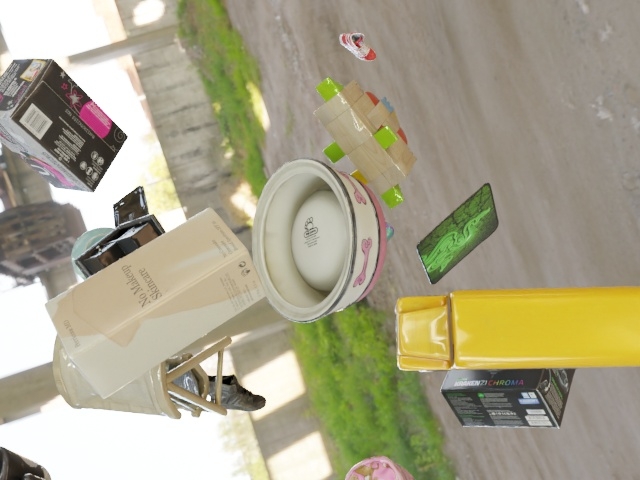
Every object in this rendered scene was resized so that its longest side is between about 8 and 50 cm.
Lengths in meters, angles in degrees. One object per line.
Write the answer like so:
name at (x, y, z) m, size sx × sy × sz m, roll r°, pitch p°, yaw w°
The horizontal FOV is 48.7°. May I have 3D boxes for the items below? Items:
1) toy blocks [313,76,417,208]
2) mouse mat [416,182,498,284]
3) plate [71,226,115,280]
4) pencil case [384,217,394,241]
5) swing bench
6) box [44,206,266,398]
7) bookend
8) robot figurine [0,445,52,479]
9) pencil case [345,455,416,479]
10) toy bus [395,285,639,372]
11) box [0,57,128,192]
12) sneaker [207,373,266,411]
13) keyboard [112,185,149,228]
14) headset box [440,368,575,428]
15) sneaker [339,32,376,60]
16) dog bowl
toy blocks at (0.144, -0.308, 1.978) m, size 0.381 × 0.191 × 0.261 m, roll 50°, pitch -148°, yaw -10°
mouse mat at (0.267, -0.010, 1.359) m, size 0.007 × 0.190 × 0.152 m, roll 44°, pitch 171°, yaw 38°
plate at (-0.562, 0.042, 1.881) m, size 0.024 × 0.188 × 0.188 m, roll -49°, pitch 57°, yaw 53°
pencil case at (0.139, 0.009, 1.971) m, size 0.064 × 0.151 × 0.070 m, roll 17°, pitch 143°, yaw 41°
swing bench at (-0.350, 0.268, 1.406) m, size 0.255 × 0.253 × 0.165 m, roll 16°, pitch -105°, yaw -64°
box at (-0.263, 0.096, 1.148) m, size 0.148 × 0.311 × 0.121 m, roll 43°, pitch 159°, yaw 40°
bookend at (-0.459, 0.021, 1.637) m, size 0.156 × 0.157 × 0.072 m, roll -12°, pitch 116°, yaw 45°
robot figurine at (-0.849, 0.652, 1.900) m, size 0.209 × 0.173 × 0.278 m, roll 34°, pitch 167°, yaw 41°
pencil case at (0.174, 0.669, 1.826) m, size 0.167 × 0.160 × 0.386 m, roll 67°, pitch -175°, yaw 32°
toy bus at (0.271, 0.123, 0.962) m, size 0.130 × 0.333 × 0.108 m, roll 72°, pitch -163°, yaw -79°
box at (-0.559, -0.235, 1.478) m, size 0.142 × 0.163 × 0.247 m, roll 8°, pitch 153°, yaw 34°
sneaker at (-0.211, 0.369, 1.732) m, size 0.051 × 0.170 × 0.089 m, roll -119°, pitch 36°, yaw -62°
keyboard at (-0.598, -0.034, 2.149) m, size 0.033 × 0.201 × 0.317 m, roll 51°, pitch -173°, yaw -37°
headset box at (0.456, 0.290, 1.665) m, size 0.246 × 0.283 × 0.131 m, roll -11°, pitch 122°, yaw 41°
sneaker at (0.112, -0.518, 1.894) m, size 0.067 × 0.118 × 0.042 m, roll 19°, pitch 85°, yaw 63°
dog bowl at (0.000, 0.000, 1.797) m, size 0.408 × 0.150 × 0.408 m, roll -1°, pitch 89°, yaw 50°
